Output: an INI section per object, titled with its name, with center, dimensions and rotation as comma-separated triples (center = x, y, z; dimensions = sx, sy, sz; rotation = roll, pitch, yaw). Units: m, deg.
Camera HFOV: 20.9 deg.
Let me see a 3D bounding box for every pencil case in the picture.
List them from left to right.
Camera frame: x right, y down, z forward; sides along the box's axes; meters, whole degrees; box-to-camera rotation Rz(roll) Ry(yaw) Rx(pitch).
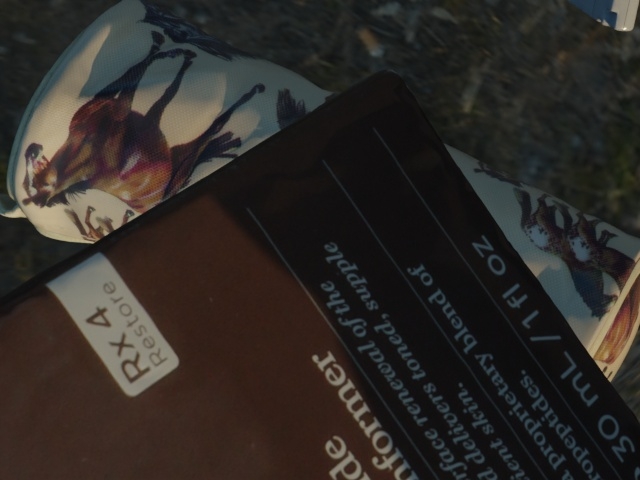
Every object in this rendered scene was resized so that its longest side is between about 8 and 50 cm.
[pencil case]
center = 0.000, 0.000, 1.112
dimensions = 0.410, 0.160, 0.183
rotation = 27, 87, 6

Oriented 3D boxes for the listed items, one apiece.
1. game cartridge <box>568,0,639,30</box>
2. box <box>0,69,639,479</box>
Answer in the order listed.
[game cartridge]
center = 0.114, -0.122, 0.709
dimensions = 0.017, 0.083, 0.056
rotation = 0, 112, -14
[box]
center = -0.073, 0.115, 0.528
dimensions = 0.191, 0.381, 0.143
rotation = 55, 140, 0
